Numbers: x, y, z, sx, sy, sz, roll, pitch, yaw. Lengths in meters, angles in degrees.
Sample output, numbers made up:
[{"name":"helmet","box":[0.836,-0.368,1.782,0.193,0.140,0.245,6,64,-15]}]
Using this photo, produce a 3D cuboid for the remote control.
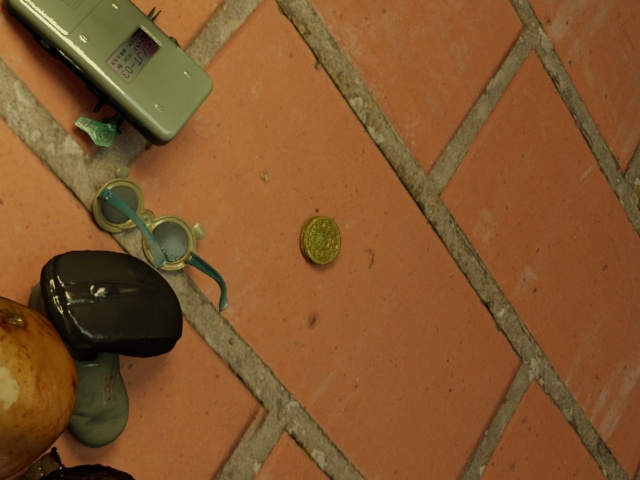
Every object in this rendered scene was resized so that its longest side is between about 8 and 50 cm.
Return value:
[{"name":"remote control","box":[-0.289,-0.267,1.457,0.296,0.056,0.140,42,56,-15]}]

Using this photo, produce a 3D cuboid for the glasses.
[{"name":"glasses","box":[-0.225,0.021,1.481,0.088,0.220,0.190,-42,128,10]}]

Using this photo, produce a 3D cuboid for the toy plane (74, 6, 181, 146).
[{"name":"toy plane","box":[-0.259,-0.224,1.529,0.096,0.060,0.235,39,61,-27]}]

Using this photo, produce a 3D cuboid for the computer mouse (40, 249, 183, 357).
[{"name":"computer mouse","box":[-0.260,0.084,1.443,0.270,0.086,0.137,20,41,-62]}]

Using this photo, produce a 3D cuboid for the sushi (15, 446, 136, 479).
[{"name":"sushi","box":[-0.314,0.445,1.400,0.196,0.182,0.343,-5,92,-38]}]

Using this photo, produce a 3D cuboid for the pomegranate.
[{"name":"pomegranate","box":[-0.416,0.176,1.275,0.248,0.248,0.248,0,90,-43]}]

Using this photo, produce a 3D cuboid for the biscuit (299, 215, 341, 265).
[{"name":"biscuit","box":[0.000,0.000,1.792,0.084,0.023,0.084,-2,93,-42]}]

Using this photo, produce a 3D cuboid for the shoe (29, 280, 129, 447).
[{"name":"shoe","box":[-0.315,0.165,1.448,0.103,0.100,0.251,-27,104,-37]}]
